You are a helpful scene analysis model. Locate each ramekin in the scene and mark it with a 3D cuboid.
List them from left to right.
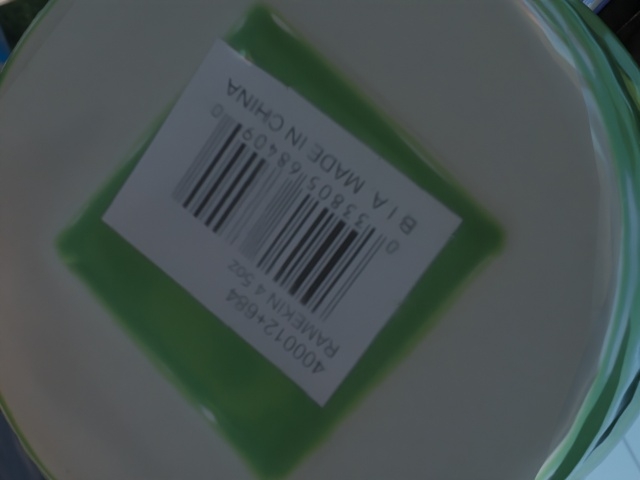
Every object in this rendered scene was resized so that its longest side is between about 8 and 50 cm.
[{"bbox_3d":[0.000,0.000,0.443,0.303,0.303,0.148,66,16,7],"label":"ramekin"}]

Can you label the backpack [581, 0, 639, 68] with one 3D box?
[{"bbox_3d":[0.309,-0.135,0.837,0.276,0.263,0.213,52,-3,-1],"label":"backpack"}]
